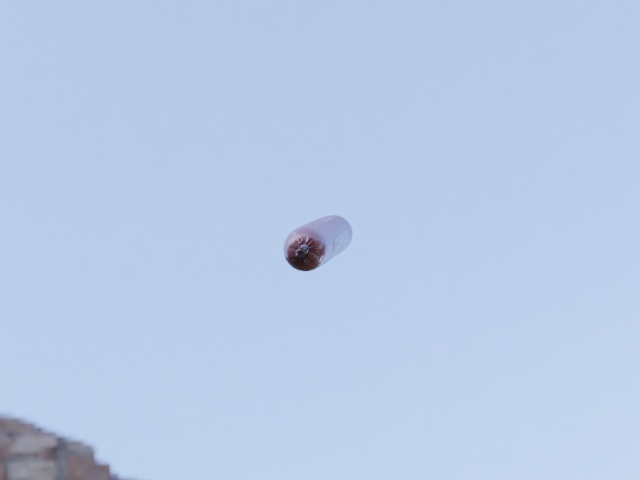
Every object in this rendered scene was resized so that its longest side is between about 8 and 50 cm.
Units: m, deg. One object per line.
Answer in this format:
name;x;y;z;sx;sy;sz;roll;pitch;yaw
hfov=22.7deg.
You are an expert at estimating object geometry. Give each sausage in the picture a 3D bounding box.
sausage;0.000;0.000;1.077;0.029;0.223;0.029;0;-86;6
